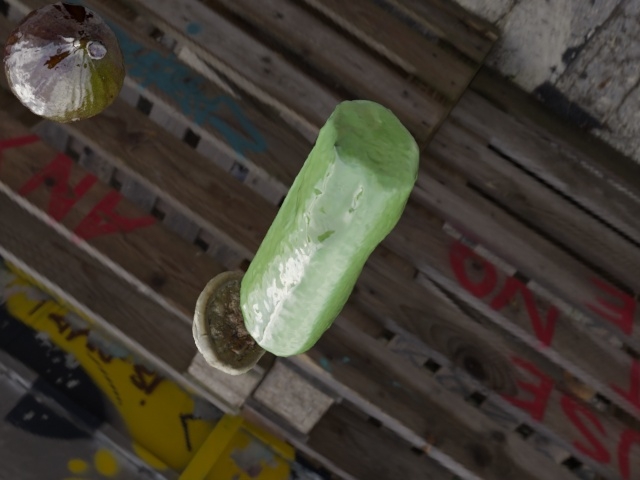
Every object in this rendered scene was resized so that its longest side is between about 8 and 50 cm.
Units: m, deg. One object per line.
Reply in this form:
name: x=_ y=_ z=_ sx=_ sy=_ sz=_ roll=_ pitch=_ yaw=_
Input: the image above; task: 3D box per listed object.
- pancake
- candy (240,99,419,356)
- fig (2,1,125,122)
pancake: x=-0.121 y=0.118 z=1.167 sx=0.025 sy=0.151 sz=0.151 roll=-6 pitch=120 yaw=42
candy: x=0.000 y=0.000 z=0.938 sx=0.132 sy=0.142 sz=0.343 roll=40 pitch=136 yaw=11
fig: x=-0.416 y=-0.318 z=1.395 sx=0.321 sy=0.217 sz=0.216 roll=3 pitch=127 yaw=56
